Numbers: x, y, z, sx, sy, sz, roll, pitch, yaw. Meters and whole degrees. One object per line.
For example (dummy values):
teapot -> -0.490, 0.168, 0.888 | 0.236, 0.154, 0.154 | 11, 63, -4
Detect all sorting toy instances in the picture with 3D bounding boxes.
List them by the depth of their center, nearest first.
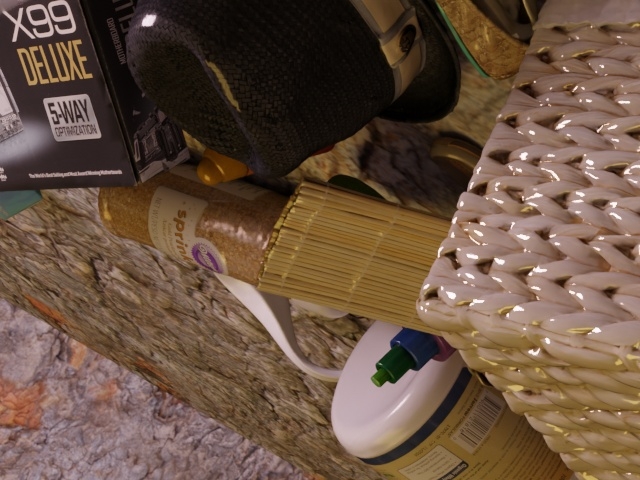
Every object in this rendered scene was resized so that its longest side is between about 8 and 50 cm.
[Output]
sorting toy -> 0.000, 0.000, 1.274 | 0.365, 0.126, 0.127 | 55, 158, -16

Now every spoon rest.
spoon rest -> -0.049, 0.113, 1.830 | 0.276, 0.084, 0.137 | 35, 164, 4

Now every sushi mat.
sushi mat -> 0.105, 0.035, 1.217 | 0.316, 0.019, 0.151 | 15, 136, -9

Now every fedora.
fedora -> -0.051, -0.149, 1.008 | 0.334, 0.152, 0.334 | 33, 168, 8

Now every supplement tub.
supplement tub -> 0.195, 0.226, 1.548 | 0.316, 0.228, 0.228 | 37, 161, -19

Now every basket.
basket -> 0.290, 0.033, 0.831 | 0.331, 0.266, 0.328 | 13, 156, 47

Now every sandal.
sandal -> 0.169, -0.029, 1.196 | 0.180, 0.049, 0.072 | 35, 162, -13

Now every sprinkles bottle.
sprinkles bottle -> -0.104, -0.015, 1.551 | 0.355, 0.121, 0.121 | 19, 159, 33

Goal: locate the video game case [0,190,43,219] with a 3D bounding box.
video game case -> -0.435, -0.188, 1.504 | 0.244, 0.061, 0.269 | 63, 180, 31

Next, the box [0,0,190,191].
box -> -0.282, -0.171, 1.224 | 0.307, 0.076, 0.242 | 1, 114, 40

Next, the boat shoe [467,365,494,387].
boat shoe -> 0.201, 0.093, 1.358 | 0.324, 0.120, 0.122 | 22, 160, 24

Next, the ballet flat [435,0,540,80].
ballet flat -> 0.095, -0.193, 0.880 | 0.067, 0.073, 0.206 | -20, 136, 32

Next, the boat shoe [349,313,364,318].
boat shoe -> 0.065, 0.076, 1.659 | 0.046, 0.038, 0.125 | 35, 162, -13
